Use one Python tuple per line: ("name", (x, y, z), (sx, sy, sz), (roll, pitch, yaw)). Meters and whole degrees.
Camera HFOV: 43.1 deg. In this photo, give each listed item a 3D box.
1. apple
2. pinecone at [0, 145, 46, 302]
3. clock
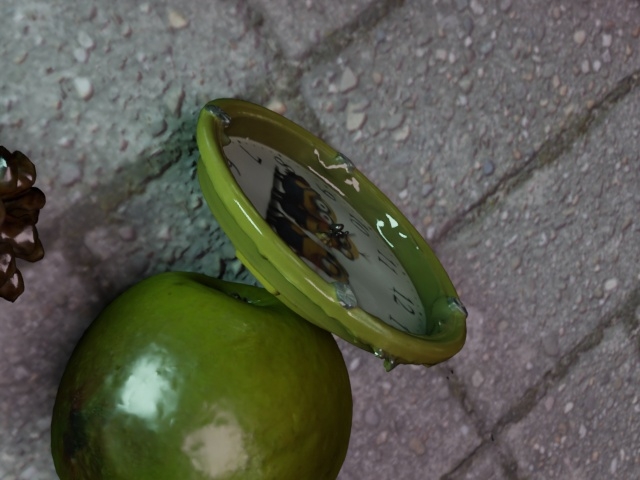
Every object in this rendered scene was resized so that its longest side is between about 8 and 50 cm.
("apple", (-0.074, 0.105, 0.526), (0.196, 0.196, 0.157), (12, 96, -29))
("pinecone", (-0.249, -0.014, 0.433), (0.195, 0.150, 0.179), (0, 99, -29))
("clock", (0.000, 0.000, 0.547), (0.237, 0.237, 0.057), (32, 112, -29))
